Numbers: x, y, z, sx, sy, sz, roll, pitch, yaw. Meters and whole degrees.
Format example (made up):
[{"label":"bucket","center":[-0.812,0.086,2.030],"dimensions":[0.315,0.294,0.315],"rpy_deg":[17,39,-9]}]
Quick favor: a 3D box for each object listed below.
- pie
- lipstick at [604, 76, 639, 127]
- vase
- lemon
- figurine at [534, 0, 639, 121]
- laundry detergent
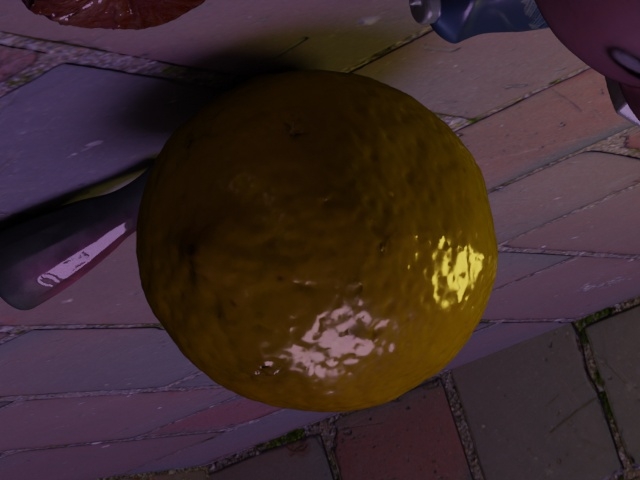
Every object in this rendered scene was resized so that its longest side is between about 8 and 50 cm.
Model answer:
[{"label":"pie","center":[-0.138,-0.185,1.270],"dimensions":[0.154,0.038,0.153],"rpy_deg":[-14,166,-4]},{"label":"lipstick","center":[0.363,-0.226,1.380],"dimensions":[0.076,0.079,0.371],"rpy_deg":[25,128,-25]},{"label":"vase","center":[-0.230,-0.011,1.815],"dimensions":[0.214,0.086,0.086],"rpy_deg":[-27,165,20]},{"label":"lemon","center":[-0.002,0.000,1.632],"dimensions":[0.336,0.336,0.336],"rpy_deg":[-16,167,-4]},{"label":"figurine","center":[0.246,-0.227,1.269],"dimensions":[0.211,0.261,0.270],"rpy_deg":[22,150,-26]},{"label":"laundry detergent","center":[0.162,-0.208,1.518],"dimensions":[0.206,0.061,0.096],"rpy_deg":[-11,168,-23]}]
